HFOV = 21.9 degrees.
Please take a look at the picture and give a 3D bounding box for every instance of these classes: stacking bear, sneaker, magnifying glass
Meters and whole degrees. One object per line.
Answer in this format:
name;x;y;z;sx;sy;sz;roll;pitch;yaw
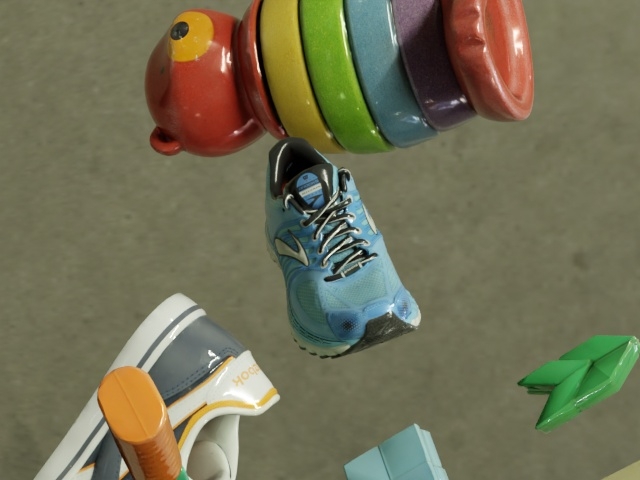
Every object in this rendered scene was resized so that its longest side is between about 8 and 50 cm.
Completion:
stacking bear;0.002;-0.137;1.247;0.164;0.289;0.175;54;31;-53
sneaker;-0.156;0.203;1.324;0.127;0.321;0.126;38;20;8
sneaker;0.000;0.000;0.850;0.063;0.162;0.073;-21;125;-10
magnifying glass;-0.067;0.095;0.691;0.026;0.231;0.092;-28;73;-8

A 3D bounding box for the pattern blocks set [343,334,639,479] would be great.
pattern blocks set;0.127;0.202;0.722;0.026;0.285;0.325;34;39;-51
